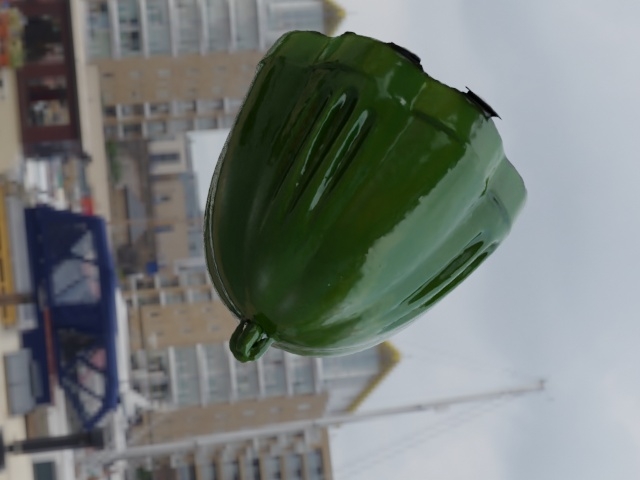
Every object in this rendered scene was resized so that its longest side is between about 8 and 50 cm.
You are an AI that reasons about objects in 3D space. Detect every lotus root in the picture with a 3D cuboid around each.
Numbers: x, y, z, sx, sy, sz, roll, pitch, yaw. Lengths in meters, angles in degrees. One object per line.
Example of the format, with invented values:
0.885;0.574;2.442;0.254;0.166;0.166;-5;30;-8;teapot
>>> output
0.000;0.000;0.714;0.186;0.186;0.186;175;-90;-80;lotus root
